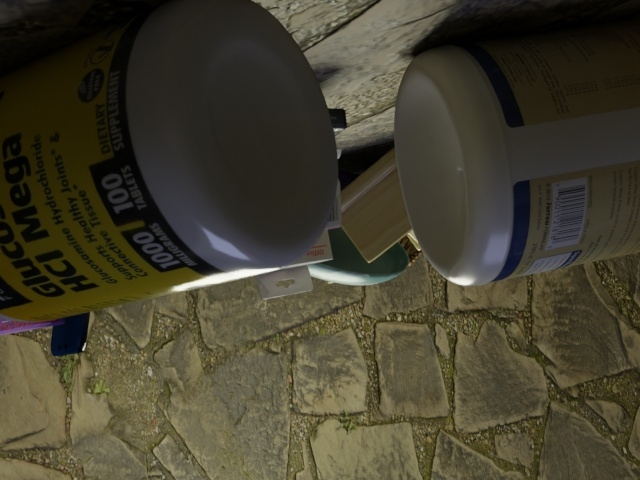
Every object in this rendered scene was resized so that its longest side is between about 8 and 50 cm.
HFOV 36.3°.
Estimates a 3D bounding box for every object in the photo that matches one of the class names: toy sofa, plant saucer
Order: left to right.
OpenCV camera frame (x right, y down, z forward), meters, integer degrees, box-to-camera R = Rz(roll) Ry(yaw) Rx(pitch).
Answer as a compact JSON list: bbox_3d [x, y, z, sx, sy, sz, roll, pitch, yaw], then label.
[{"bbox_3d":[0.000,0.000,1.712,0.318,0.043,0.317,17,-161,-6],"label":"plant saucer"},{"bbox_3d":[0.135,-0.084,1.653,0.150,0.177,0.362,-38,169,17],"label":"toy sofa"}]

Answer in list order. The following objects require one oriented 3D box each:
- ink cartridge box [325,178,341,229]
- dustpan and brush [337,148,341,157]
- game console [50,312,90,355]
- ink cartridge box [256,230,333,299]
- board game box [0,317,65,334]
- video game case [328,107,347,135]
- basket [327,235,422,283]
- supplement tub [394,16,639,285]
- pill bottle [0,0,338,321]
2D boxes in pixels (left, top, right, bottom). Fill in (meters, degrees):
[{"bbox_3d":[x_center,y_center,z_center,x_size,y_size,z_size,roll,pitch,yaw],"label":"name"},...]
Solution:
[{"bbox_3d":[-0.174,-0.039,1.143,0.371,0.069,0.176,5,-169,35],"label":"ink cartridge box"},{"bbox_3d":[-0.087,-0.089,1.292,0.147,0.060,0.211,-11,-167,-36],"label":"dustpan and brush"},{"bbox_3d":[-0.316,0.048,1.513,0.250,0.173,0.293,-25,-176,-24],"label":"game console"},{"bbox_3d":[-0.051,-0.017,1.497,0.115,0.198,0.067,-9,176,-41],"label":"ink cartridge box"},{"bbox_3d":[-0.498,0.050,1.300,0.347,0.208,0.056,-8,-145,-38],"label":"board game box"},{"bbox_3d":[-0.136,-0.097,1.005,0.274,0.026,0.196,-2,170,-24],"label":"video game case"},{"bbox_3d":[0.087,-0.068,2.059,0.299,0.223,0.213,-16,-152,54],"label":"basket"},{"bbox_3d":[0.252,-0.092,0.944,0.316,0.228,0.228,-10,177,-13],"label":"supplement tub"},{"bbox_3d":[-0.171,-0.042,0.709,0.334,0.187,0.188,-14,176,33],"label":"pill bottle"}]
